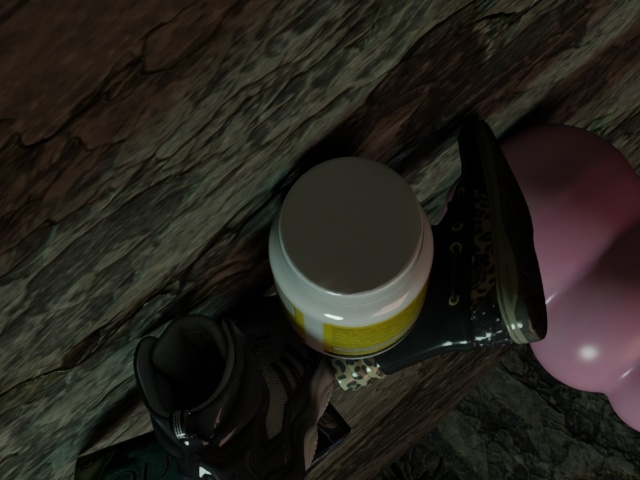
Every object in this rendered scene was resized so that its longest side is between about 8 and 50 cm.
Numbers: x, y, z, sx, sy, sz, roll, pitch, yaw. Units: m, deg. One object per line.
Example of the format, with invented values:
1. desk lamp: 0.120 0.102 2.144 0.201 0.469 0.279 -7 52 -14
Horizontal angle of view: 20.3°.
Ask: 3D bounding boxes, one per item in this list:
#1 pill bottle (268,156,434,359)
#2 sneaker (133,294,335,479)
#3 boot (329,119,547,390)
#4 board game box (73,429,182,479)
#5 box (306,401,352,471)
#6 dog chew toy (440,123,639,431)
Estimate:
1. pill bottle: 0.023 0.014 1.311 0.119 0.119 0.208 -39 170 -8
2. sneaker: -0.064 0.098 1.388 0.101 0.153 0.269 -16 -147 17
3. boot: 0.086 0.011 1.484 0.178 0.236 0.085 -21 133 15
4. board game box: -0.120 0.197 1.464 0.186 0.026 0.126 -21 -148 13
5. box: -0.071 0.264 2.103 0.180 0.077 0.147 -26 163 -52
6. dog chew toy: 0.268 0.048 1.715 0.206 0.332 0.206 -39 168 -9
